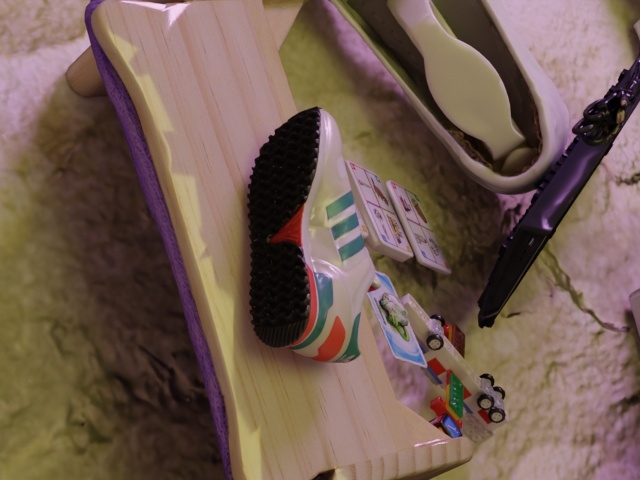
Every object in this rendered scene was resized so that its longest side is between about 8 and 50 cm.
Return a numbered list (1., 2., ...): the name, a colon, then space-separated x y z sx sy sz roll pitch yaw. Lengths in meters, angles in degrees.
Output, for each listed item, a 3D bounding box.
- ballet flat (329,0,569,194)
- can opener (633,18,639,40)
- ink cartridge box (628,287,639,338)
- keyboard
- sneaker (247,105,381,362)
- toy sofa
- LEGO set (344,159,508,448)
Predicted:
1. ballet flat: 0.064 -0.200 1.314 0.400 0.139 0.139 52 45 -10
2. can opener: 0.373 -0.106 1.564 0.076 0.095 0.283 1 59 -37
3. ink cartridge box: 0.417 0.120 1.474 0.278 0.117 0.201 2 67 -40
4. keyboard: 0.211 -0.074 1.338 0.033 0.201 0.317 33 40 6
5. sneaker: 0.000 0.000 1.027 0.075 0.057 0.161 30 51 -42
6. toy sofa: -0.060 0.015 1.102 0.177 0.150 0.362 -10 75 -38
7. LEGO set: 0.057 0.055 1.226 0.182 0.060 0.244 22 39 -56
